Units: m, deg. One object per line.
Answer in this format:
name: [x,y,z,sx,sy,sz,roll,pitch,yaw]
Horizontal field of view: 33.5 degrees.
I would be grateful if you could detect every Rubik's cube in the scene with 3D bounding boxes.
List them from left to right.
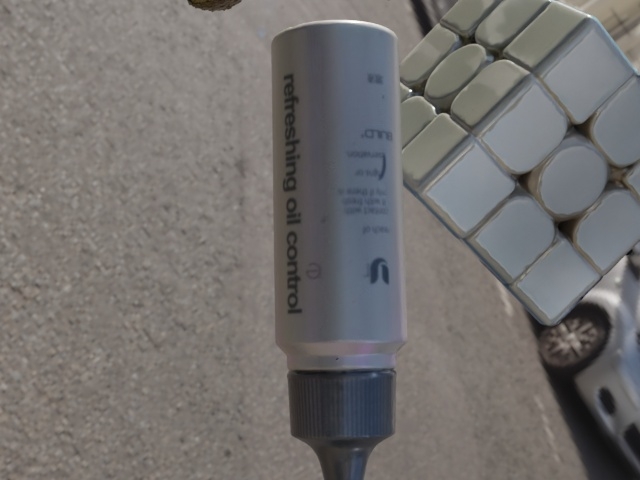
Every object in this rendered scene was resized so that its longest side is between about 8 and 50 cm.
Rubik's cube: [0.257,-0.123,1.375,0.291,0.291,0.290,41,7,-28]

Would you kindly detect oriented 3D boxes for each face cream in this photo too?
face cream: [0.013,0.015,0.713,0.092,0.092,0.312,9,79,-67]

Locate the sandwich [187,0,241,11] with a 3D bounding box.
sandwich: [-0.062,-0.431,1.243,0.099,0.301,0.271,-20,100,-52]
